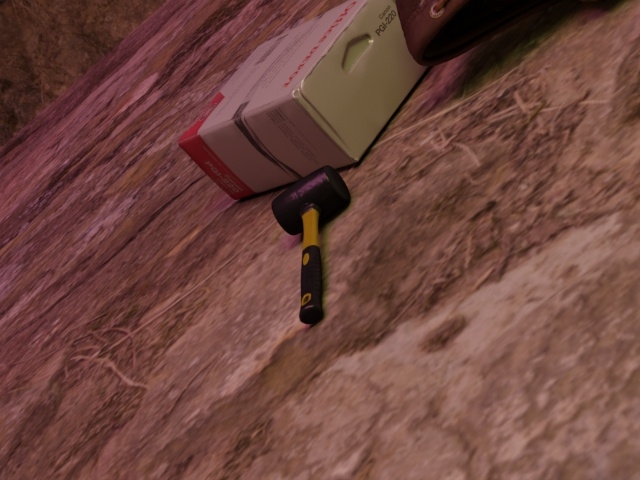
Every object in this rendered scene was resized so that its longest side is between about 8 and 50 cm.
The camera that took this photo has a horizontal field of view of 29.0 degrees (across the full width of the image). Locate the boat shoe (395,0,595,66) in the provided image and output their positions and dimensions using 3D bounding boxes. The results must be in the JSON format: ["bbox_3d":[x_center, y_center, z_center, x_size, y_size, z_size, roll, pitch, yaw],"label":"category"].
[{"bbox_3d":[0.208,-0.236,0.960,0.342,0.123,0.123,-21,58,24],"label":"boat shoe"}]

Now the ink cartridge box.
[{"bbox_3d":[-0.015,-0.136,1.175,0.218,0.092,0.158,-16,33,56],"label":"ink cartridge box"}]

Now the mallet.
[{"bbox_3d":[0.000,0.000,0.960,0.062,0.039,0.189,-37,25,11],"label":"mallet"}]
